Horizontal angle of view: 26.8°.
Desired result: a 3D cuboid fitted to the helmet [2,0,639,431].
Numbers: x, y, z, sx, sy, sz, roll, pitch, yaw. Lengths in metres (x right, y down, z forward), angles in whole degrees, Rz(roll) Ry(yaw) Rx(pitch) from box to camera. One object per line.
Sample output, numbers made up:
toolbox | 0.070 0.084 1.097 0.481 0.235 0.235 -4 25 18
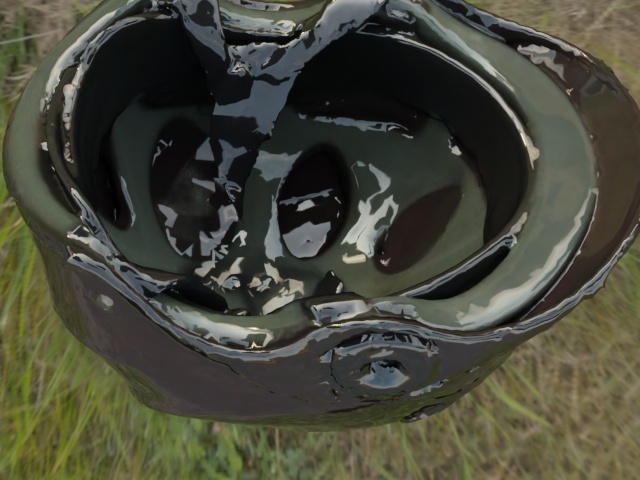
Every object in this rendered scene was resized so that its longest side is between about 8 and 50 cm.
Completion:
helmet | 0.000 0.000 0.671 0.305 0.225 0.177 10 140 3
